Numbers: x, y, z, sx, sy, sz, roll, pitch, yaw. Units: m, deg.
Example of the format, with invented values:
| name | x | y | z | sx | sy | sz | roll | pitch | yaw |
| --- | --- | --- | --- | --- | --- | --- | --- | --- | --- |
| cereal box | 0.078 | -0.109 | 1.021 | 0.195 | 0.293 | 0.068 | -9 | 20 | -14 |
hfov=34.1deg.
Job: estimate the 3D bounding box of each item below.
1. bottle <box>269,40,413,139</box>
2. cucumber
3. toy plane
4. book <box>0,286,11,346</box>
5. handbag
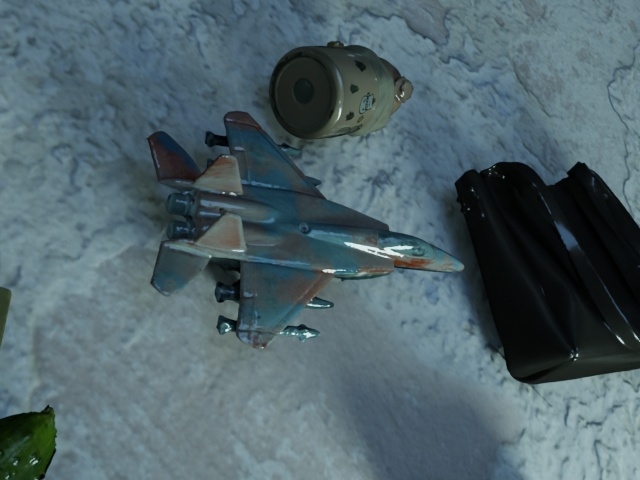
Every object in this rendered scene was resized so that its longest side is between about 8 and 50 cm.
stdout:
| name | x | y | z | sx | sy | sz | roll | pitch | yaw |
| --- | --- | --- | --- | --- | --- | --- | --- | --- | --- |
| bottle | 0.025 | -0.151 | 1.053 | 0.152 | 0.099 | 0.099 | -17 | 77 | -53 |
| cucumber | -0.240 | 0.173 | 0.652 | 0.069 | 0.069 | 0.227 | 52 | 42 | -4 |
| toy plane | -0.005 | 0.003 | 0.927 | 0.326 | 0.104 | 0.223 | 16 | 57 | -38 |
| book | -0.316 | 0.062 | 0.637 | 0.230 | 0.026 | 0.161 | 20 | 41 | -21 |
| handbag | 0.286 | 0.027 | 1.157 | 0.285 | 0.113 | 0.257 | -3 | 61 | -41 |
